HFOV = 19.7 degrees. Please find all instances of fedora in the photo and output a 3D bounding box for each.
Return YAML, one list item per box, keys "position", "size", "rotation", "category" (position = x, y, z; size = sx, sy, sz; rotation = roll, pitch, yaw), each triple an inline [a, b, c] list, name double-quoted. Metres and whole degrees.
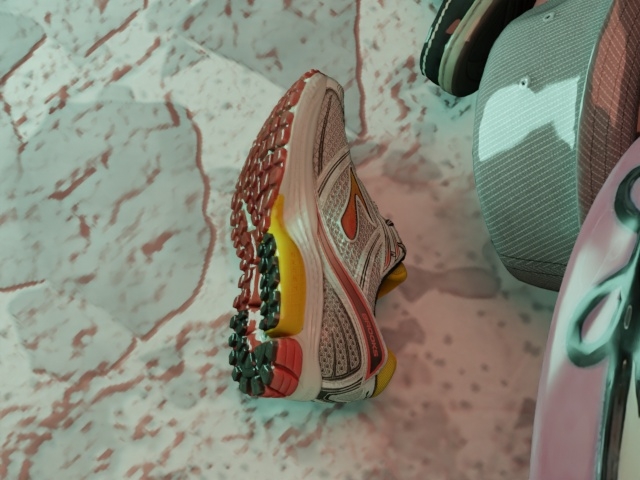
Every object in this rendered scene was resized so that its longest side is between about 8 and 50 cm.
- position: [0.173, -0.070, 1.072]
  size: [0.124, 0.244, 0.275]
  rotation: [5, 62, 33]
  category: "fedora"

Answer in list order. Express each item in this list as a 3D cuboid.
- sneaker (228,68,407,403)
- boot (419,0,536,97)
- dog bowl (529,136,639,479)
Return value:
- position: [0.000, 0.000, 1.077]
  size: [0.092, 0.088, 0.225]
  rotation: [14, 55, -20]
  category: "sneaker"
- position: [0.059, -0.201, 1.200]
  size: [0.178, 0.085, 0.236]
  rotation: [20, 52, 11]
  category: "boot"
- position: [0.236, 0.107, 0.852]
  size: [0.150, 0.408, 0.408]
  rotation: [2, 51, 33]
  category: "dog bowl"
